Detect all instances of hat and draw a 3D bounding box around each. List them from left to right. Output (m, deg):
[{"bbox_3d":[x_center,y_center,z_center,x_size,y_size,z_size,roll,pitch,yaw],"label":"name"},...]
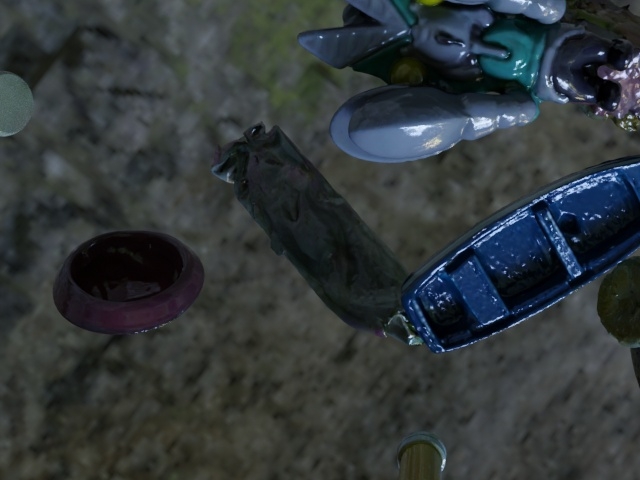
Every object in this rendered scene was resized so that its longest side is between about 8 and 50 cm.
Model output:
[{"bbox_3d":[-0.257,0.067,2.205,0.205,0.205,0.089,34,140,34],"label":"hat"}]

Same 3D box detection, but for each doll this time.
[{"bbox_3d":[0.110,-0.172,1.293,0.153,0.258,0.195,-48,-56,-82],"label":"doll"}]

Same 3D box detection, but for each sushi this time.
[{"bbox_3d":[0.298,-0.190,1.679,0.241,0.107,0.161,-5,-138,-45],"label":"sushi"}]

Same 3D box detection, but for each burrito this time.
[{"bbox_3d":[0.003,-0.002,1.748,0.309,0.096,0.066,47,178,16],"label":"burrito"}]

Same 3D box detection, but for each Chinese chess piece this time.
[{"bbox_3d":[-0.406,-0.174,2.088,0.034,0.084,0.084,3,151,47],"label":"Chinese chess piece"}]

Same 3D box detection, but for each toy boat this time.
[{"bbox_3d":[0.210,-0.004,1.478,0.096,0.299,0.062,59,-177,-14],"label":"toy boat"}]

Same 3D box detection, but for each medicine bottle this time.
[{"bbox_3d":[0.139,0.350,2.315,0.074,0.074,0.218,37,-160,-9],"label":"medicine bottle"}]

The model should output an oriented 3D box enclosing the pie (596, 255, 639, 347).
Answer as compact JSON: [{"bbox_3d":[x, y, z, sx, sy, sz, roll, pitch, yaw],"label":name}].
[{"bbox_3d":[0.283,0.055,1.482,0.020,0.084,0.084,-1,-161,-34],"label":"pie"}]

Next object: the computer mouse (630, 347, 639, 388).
[{"bbox_3d":[0.406,0.159,1.817,0.170,0.100,0.269,52,-162,-51],"label":"computer mouse"}]
